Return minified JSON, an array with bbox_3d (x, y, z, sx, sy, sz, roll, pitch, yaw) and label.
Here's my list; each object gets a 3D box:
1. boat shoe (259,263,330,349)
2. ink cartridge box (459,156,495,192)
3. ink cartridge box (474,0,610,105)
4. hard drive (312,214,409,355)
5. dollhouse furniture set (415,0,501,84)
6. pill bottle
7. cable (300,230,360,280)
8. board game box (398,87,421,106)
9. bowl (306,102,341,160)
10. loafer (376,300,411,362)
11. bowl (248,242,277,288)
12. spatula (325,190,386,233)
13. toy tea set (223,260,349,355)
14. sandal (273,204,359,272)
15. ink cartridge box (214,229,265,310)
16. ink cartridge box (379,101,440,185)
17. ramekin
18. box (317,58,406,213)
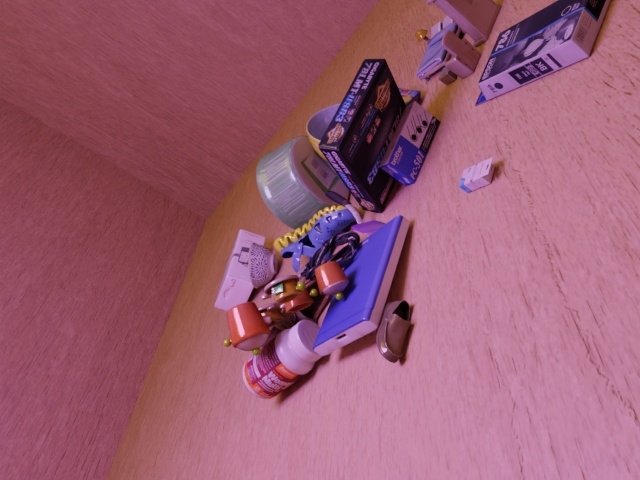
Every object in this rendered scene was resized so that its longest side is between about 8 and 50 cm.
[{"bbox_3d":[-0.073,0.208,1.455,0.324,0.123,0.116,-60,22,-2],"label":"boat shoe"},{"bbox_3d":[0.336,-0.137,1.121,0.083,0.028,0.048,-24,39,58],"label":"ink cartridge box"},{"bbox_3d":[0.467,-0.429,1.197,0.332,0.065,0.165,-13,49,65],"label":"ink cartridge box"},{"bbox_3d":[0.098,0.102,1.248,0.210,0.040,0.319,-39,19,46],"label":"hard drive"},{"bbox_3d":[0.328,-0.605,1.589,0.303,0.198,0.286,-16,46,63],"label":"dollhouse furniture set"},{"bbox_3d":[-0.088,0.299,1.340,0.221,0.121,0.121,-42,25,30],"label":"pill bottle"},{"bbox_3d":[0.020,0.038,1.399,0.184,0.047,0.151,-33,25,21],"label":"cable"},{"bbox_3d":[0.201,-0.411,1.636,0.136,0.035,0.201,21,50,32],"label":"board game box"},{"bbox_3d":[0.105,-0.309,1.690,0.290,0.289,0.156,-83,-11,-50],"label":"bowl"},{"bbox_3d":[0.149,0.174,1.062,0.050,0.056,0.148,-49,21,41],"label":"loafer"},{"bbox_3d":[-0.203,0.089,1.954,0.080,0.170,0.170,-5,38,9],"label":"bowl"},{"bbox_3d":[0.087,-0.082,1.478,0.296,0.084,0.030,47,146,50],"label":"spatula"},{"bbox_3d":[-0.076,0.172,1.268,0.336,0.200,0.124,-35,68,33],"label":"toy tea set"},{"bbox_3d":[0.000,0.000,1.631,0.317,0.126,0.138,-35,66,34],"label":"sandal"},{"bbox_3d":[-0.316,0.124,2.103,0.273,0.114,0.198,-84,17,-50],"label":"ink cartridge box"},{"bbox_3d":[0.241,-0.259,1.429,0.046,0.097,0.207,-13,48,62],"label":"ink cartridge box"},{"bbox_3d":[-0.046,-0.193,1.734,0.148,0.303,0.303,-32,31,37],"label":"ramekin"},{"bbox_3d":[0.140,-0.272,1.423,0.073,0.293,0.296,12,67,36],"label":"box"}]
